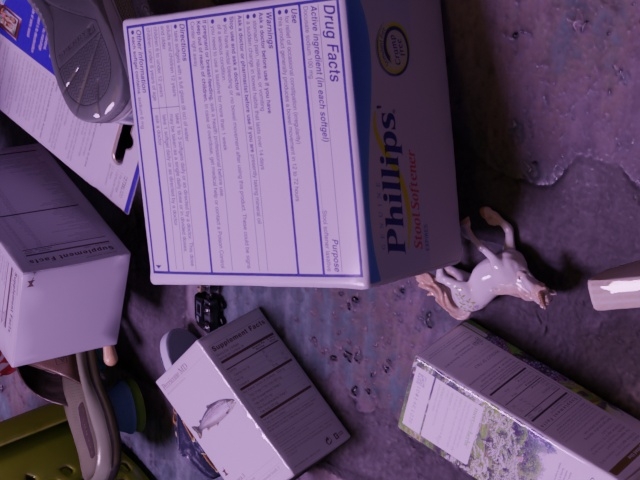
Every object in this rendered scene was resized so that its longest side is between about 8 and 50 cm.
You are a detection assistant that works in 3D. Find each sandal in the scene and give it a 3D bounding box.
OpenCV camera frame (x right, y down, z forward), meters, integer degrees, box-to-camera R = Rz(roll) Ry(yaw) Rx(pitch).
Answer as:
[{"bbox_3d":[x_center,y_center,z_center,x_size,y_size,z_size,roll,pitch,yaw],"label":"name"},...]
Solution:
[{"bbox_3d":[-0.319,0.155,1.819,0.303,0.086,0.120,67,153,25],"label":"sandal"}]

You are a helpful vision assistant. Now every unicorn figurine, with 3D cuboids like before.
[{"bbox_3d":[0.161,0.029,1.429,0.111,0.060,0.162,56,150,5],"label":"unicorn figurine"}]

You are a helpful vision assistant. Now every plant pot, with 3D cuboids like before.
[{"bbox_3d":[-0.365,0.339,1.904,0.207,0.228,0.227,57,134,15],"label":"plant pot"}]

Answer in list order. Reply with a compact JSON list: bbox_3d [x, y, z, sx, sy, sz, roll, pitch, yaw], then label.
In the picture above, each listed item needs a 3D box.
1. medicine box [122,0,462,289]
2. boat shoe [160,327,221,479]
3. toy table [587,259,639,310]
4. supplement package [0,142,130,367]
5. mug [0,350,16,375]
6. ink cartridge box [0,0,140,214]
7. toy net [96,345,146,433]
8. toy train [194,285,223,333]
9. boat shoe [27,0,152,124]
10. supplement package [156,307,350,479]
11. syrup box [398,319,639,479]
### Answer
[{"bbox_3d":[-0.030,-0.095,1.435,0.289,0.149,0.263,0,98,40],"label":"medicine box"},{"bbox_3d":[-0.150,0.195,1.756,0.083,0.065,0.183,-29,90,43],"label":"boat shoe"},{"bbox_3d":[0.356,0.013,1.178,0.252,0.161,0.274,-22,93,44],"label":"toy table"},{"bbox_3d":[-0.339,0.012,1.740,0.244,0.139,0.134,46,135,40],"label":"supplement package"},{"bbox_3d":[-0.483,0.140,1.944,0.113,0.169,0.150,41,131,20],"label":"mug"},{"bbox_3d":[-0.307,-0.205,1.711,0.371,0.069,0.176,40,129,24],"label":"ink cartridge box"},{"bbox_3d":[-0.259,0.120,1.838,0.122,0.045,0.232,34,130,58],"label":"toy net"},{"bbox_3d":[-0.127,0.031,1.692,0.036,0.027,0.158,29,127,41],"label":"toy train"},{"bbox_3d":[-0.233,-0.261,1.575,0.118,0.103,0.320,-34,64,31],"label":"boat shoe"},{"bbox_3d":[-0.075,0.185,1.660,0.179,0.105,0.105,53,134,9],"label":"supplement package"},{"bbox_3d":[0.199,0.183,1.432,0.237,0.096,0.093,30,128,27],"label":"syrup box"}]
